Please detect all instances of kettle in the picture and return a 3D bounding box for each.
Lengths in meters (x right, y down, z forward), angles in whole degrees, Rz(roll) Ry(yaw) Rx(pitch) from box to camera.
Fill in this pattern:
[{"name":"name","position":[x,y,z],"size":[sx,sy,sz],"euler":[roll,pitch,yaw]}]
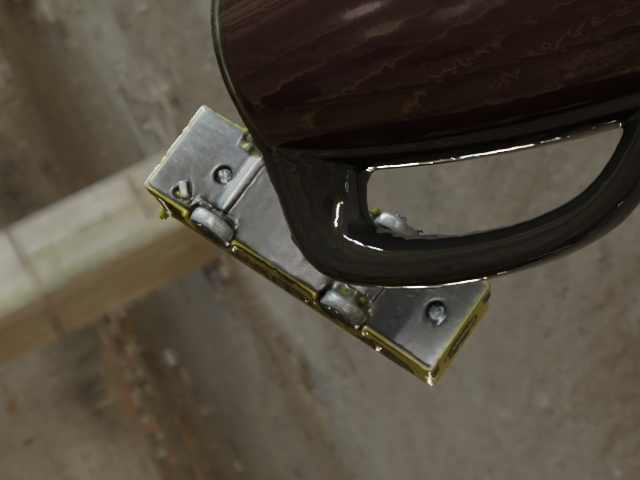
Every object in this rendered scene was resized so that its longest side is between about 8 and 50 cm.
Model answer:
[{"name":"kettle","position":[0.073,-0.087,0.774],"size":[0.144,0.232,0.202],"euler":[-10,-95,-58]}]

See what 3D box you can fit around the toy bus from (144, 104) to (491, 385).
[{"name":"toy bus","position":[0.000,0.000,1.129],"size":[0.226,0.081,0.074],"euler":[31,171,17]}]
